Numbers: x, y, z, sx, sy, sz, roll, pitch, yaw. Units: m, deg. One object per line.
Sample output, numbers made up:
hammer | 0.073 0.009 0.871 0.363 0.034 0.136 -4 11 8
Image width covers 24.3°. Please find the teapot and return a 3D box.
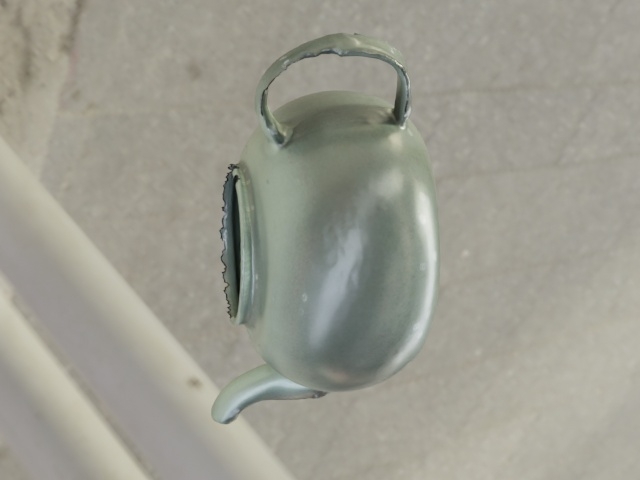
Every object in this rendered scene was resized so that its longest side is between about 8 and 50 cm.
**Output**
teapot | 0.000 0.000 0.953 0.130 0.193 0.294 -2 126 -11
